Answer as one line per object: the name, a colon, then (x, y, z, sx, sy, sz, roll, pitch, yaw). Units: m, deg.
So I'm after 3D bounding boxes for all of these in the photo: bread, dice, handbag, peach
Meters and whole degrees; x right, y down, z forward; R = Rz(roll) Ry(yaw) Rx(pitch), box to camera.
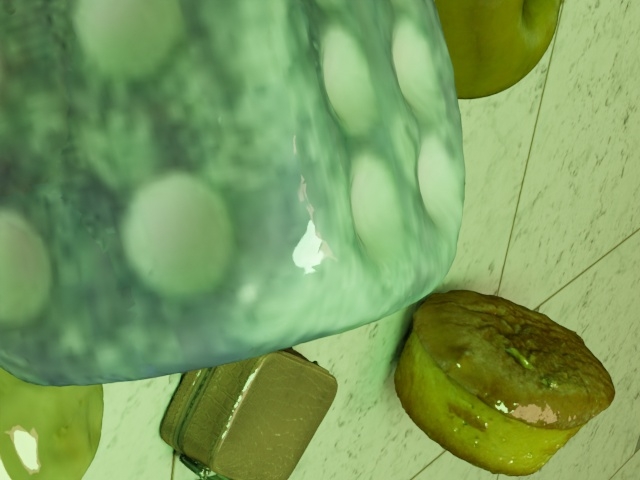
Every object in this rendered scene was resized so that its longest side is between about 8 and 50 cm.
bread: (0.205, 0.158, 1.722, 0.268, 0.268, 0.145, -13, 136, -56)
dice: (-0.080, -0.072, 0.901, 0.270, 0.271, 0.270, -23, 102, -63)
handbag: (-0.068, 0.168, 1.433, 0.151, 0.072, 0.193, -63, 154, -2)
peach: (0.149, -0.254, 1.370, 0.251, 0.153, 0.251, 16, 90, -75)

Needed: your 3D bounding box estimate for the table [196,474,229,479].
table: (-0.102, 0.284, 1.479, 0.083, 0.062, 0.079, -2, 116, -60)

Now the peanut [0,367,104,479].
peanut: (-0.304, 0.190, 0.950, 0.387, 0.169, 0.192, -43, -178, -24)
